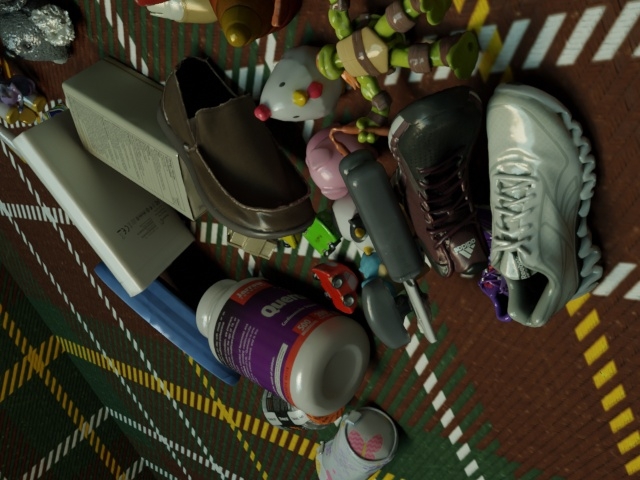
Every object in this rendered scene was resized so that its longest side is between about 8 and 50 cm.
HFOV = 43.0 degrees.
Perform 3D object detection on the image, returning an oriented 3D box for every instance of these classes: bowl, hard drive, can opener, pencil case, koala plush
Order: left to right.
[{"bbox_3d":[-0.543,-0.406,1.464,0.221,0.203,0.196,31,163,-12],"label":"koala plush"},{"bbox_3d":[-0.405,-0.090,1.569,0.047,0.233,0.353,-27,104,29],"label":"hard drive"},{"bbox_3d":[-0.310,0.161,1.754,0.391,0.077,0.391,40,172,6],"label":"bowl"},{"bbox_3d":[0.069,0.428,1.653,0.124,0.113,0.273,56,154,17],"label":"pencil case"},{"bbox_3d":[0.074,0.026,1.009,0.283,0.095,0.076,63,179,-31],"label":"can opener"}]

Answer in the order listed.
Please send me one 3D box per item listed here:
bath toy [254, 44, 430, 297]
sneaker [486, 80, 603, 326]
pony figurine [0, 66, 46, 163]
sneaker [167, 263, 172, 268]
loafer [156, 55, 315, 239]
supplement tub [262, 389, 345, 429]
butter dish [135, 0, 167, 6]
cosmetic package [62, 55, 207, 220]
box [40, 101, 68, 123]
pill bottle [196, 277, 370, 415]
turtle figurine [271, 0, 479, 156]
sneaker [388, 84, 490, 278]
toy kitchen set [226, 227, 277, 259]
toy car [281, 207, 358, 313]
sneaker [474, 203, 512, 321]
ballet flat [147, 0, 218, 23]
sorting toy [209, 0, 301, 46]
[{"bbox_3d":[0.028,-0.088,1.082,0.151,0.129,0.348,0,125,54],"label":"bath toy"},{"bbox_3d":[0.233,-0.031,0.887,0.110,0.118,0.292,15,135,47],"label":"sneaker"},{"bbox_3d":[-0.790,-0.356,1.768,0.363,0.302,0.351,30,158,3],"label":"pony figurine"},{"bbox_3d":[-0.423,-0.003,1.850,0.212,0.080,0.094,41,162,12],"label":"sneaker"},{"bbox_3d":[-0.137,-0.143,1.185,0.366,0.134,0.130,46,146,30],"label":"loafer"},{"bbox_3d":[-0.033,0.331,1.669,0.117,0.117,0.190,53,151,-8],"label":"supplement tub"},{"bbox_3d":[-0.189,-0.398,1.014,0.118,0.160,0.160,53,161,44],"label":"butter dish"},{"bbox_3d":[-0.300,-0.184,1.425,0.309,0.113,0.160,31,147,27],"label":"cosmetic package"},{"bbox_3d":[-0.529,-0.212,1.758,0.169,0.054,0.059,50,151,-3],"label":"box"},{"bbox_3d":[-0.079,0.179,1.484,0.323,0.181,0.181,22,141,39],"label":"pill bottle"},{"bbox_3d":[0.070,-0.208,0.924,0.217,0.087,0.269,-3,115,46],"label":"turtle figurine"},{"bbox_3d":[0.151,-0.048,0.900,0.281,0.106,0.162,73,176,-73],"label":"sneaker"},{"bbox_3d":[-0.117,-0.023,1.461,0.083,0.075,0.068,22,114,-18],"label":"toy kitchen set"},{"bbox_3d":[0.000,0.000,1.274,0.239,0.053,0.225,47,160,3],"label":"toy car"},{"bbox_3d":[0.225,0.031,1.014,0.068,0.071,0.170,7,130,50],"label":"sneaker"},{"bbox_3d":[-0.243,-0.360,1.178,0.232,0.073,0.080,32,147,27],"label":"ballet flat"},{"bbox_3d":[-0.104,-0.361,0.893,0.127,0.126,0.365,0,135,9],"label":"sorting toy"}]
